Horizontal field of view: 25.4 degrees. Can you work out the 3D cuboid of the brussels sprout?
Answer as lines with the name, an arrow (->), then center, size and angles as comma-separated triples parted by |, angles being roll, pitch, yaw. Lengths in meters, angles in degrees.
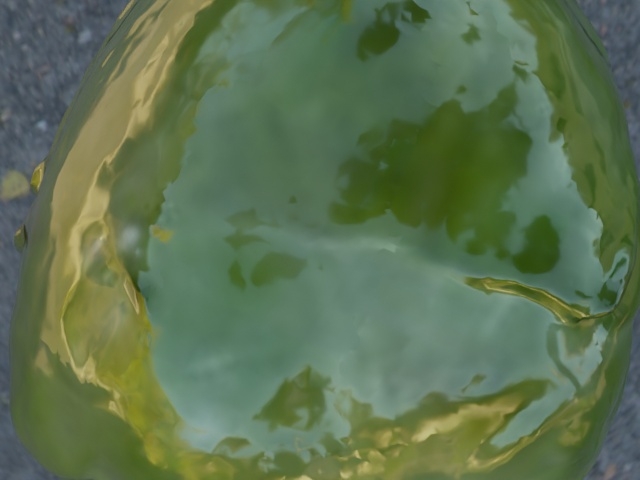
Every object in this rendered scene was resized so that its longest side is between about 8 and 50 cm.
brussels sprout -> 0.000, 0.000, 0.600 | 0.247, 0.328, 0.328 | 23, 71, -10
